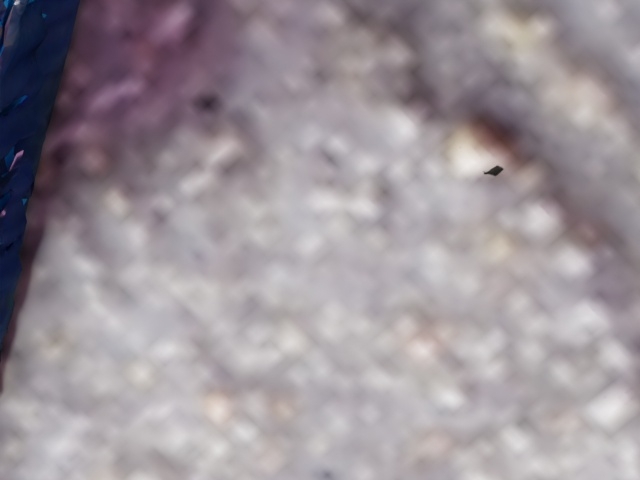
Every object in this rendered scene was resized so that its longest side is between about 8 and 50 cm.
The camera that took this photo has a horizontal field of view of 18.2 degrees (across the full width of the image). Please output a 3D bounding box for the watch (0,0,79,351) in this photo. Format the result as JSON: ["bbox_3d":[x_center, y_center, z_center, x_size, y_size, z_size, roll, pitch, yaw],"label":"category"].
[{"bbox_3d":[-0.012,-0.005,0.423,0.276,0.068,0.274,-5,113,12],"label":"watch"}]
